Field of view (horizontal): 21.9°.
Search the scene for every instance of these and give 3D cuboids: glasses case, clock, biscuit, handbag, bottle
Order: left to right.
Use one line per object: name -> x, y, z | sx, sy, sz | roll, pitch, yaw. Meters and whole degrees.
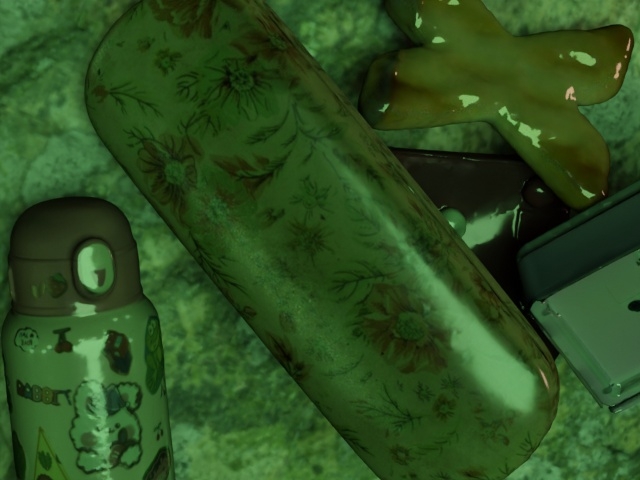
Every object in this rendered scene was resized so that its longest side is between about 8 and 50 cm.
bottle -> -0.171, 0.095, 1.200 | 0.120, 0.120, 0.253 | -8, 104, -15
glasses case -> 0.000, 0.000, 1.179 | 0.156, 0.098, 0.425 | -40, 89, 20
handbag -> 0.096, 0.030, 1.292 | 0.216, 0.074, 0.203 | 4, 100, -18
biscuit -> 0.135, -0.123, 1.256 | 0.208, 0.047, 0.164 | 21, 68, -15
clock -> 0.263, 0.028, 1.236 | 0.193, 0.073, 0.145 | -30, 126, 15
